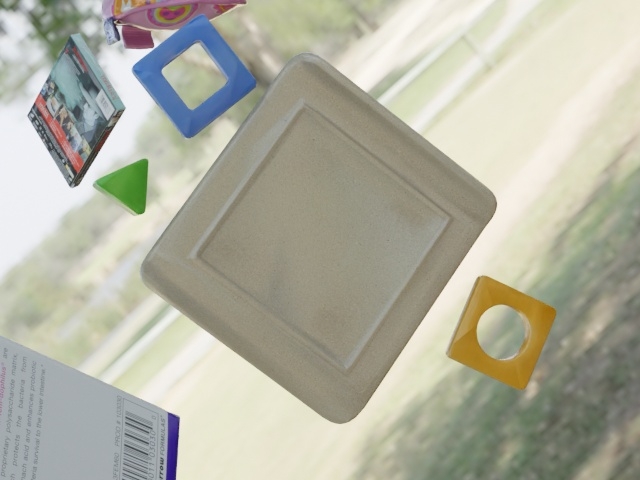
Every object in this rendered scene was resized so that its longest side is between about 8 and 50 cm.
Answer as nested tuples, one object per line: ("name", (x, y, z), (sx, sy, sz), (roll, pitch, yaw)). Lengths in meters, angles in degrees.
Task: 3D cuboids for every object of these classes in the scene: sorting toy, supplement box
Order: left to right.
("supplement box", (-0.200, 0.131, 0.991), (0.114, 0.220, 0.111), (-23, 51, 34))
("sorting toy", (0.000, 0.000, 1.160), (0.196, 0.347, 0.047), (-54, 9, -9))

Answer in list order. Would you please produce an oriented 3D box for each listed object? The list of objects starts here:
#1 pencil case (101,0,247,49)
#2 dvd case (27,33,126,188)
("pencil case", (-0.141, -0.298, 1.319), (0.124, 0.284, 0.124), (-11, 0, 0))
("dvd case", (-0.220, -0.115, 1.508), (0.013, 0.087, 0.119), (-19, -23, -39))
